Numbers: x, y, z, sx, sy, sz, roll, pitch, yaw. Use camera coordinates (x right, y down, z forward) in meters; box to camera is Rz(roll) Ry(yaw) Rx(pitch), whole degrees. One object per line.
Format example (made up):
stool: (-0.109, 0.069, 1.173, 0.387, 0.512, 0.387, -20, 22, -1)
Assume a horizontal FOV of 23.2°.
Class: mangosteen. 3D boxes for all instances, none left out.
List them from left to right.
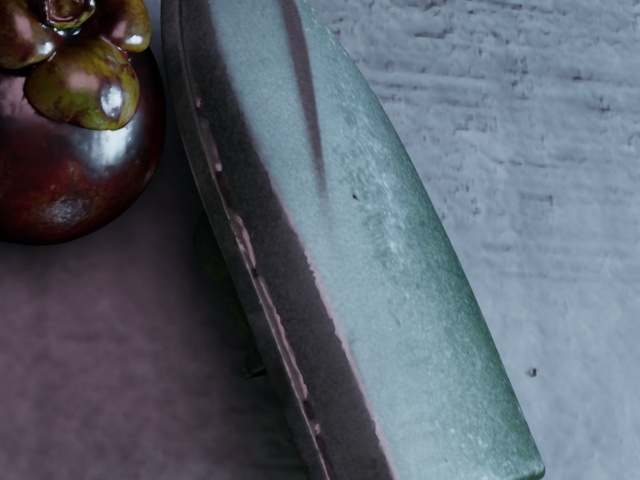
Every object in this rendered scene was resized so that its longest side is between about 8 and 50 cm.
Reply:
mangosteen: (-0.120, -0.068, 0.659, 0.140, 0.140, 0.140, 8, 67, -20)

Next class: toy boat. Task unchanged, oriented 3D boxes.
toy boat: (0.000, 0.000, 0.698, 0.141, 0.092, 0.320, -3, 68, -59)
